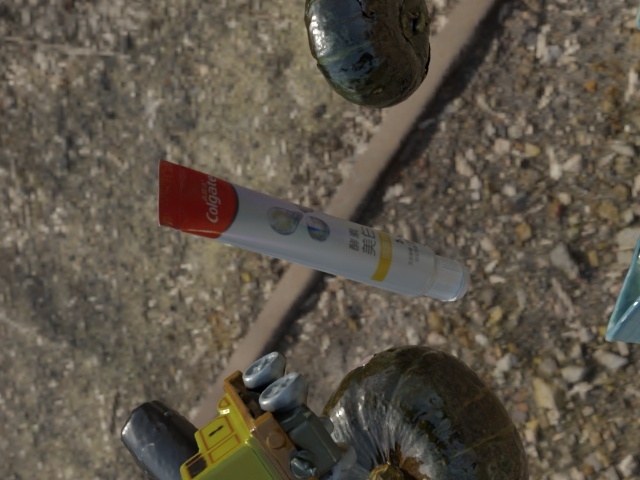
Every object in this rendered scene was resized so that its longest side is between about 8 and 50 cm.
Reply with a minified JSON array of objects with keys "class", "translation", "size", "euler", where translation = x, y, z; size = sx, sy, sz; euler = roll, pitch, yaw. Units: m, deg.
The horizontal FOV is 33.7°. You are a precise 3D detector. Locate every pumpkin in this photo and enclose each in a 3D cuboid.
[{"class":"pumpkin","translation":[0.077,-0.311,1.541],"size":[0.159,0.238,0.237],"euler":[-15,83,22]},{"class":"pumpkin","translation":[0.100,0.253,1.153],"size":[0.260,0.189,0.260],"euler":[14,113,35]}]

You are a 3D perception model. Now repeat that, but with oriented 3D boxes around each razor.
[{"class":"razor","translation":[-0.160,0.380,1.541],"size":[0.327,0.107,0.189],"euler":[45,164,27]}]

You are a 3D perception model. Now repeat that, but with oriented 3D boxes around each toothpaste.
[{"class":"toothpaste","translation":[0.000,0.000,0.578],"size":[0.031,0.190,0.048],"euler":[-49,35,39]}]

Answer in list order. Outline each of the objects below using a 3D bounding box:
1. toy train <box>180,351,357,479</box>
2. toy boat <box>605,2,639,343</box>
[{"class":"toy train","translation":[-0.051,0.166,0.847],"size":[0.089,0.127,0.219],"euler":[57,172,-11]},{"class":"toy boat","translation":[0.248,-0.089,0.655],"size":[0.133,0.145,0.331],"euler":[17,89,6]}]
